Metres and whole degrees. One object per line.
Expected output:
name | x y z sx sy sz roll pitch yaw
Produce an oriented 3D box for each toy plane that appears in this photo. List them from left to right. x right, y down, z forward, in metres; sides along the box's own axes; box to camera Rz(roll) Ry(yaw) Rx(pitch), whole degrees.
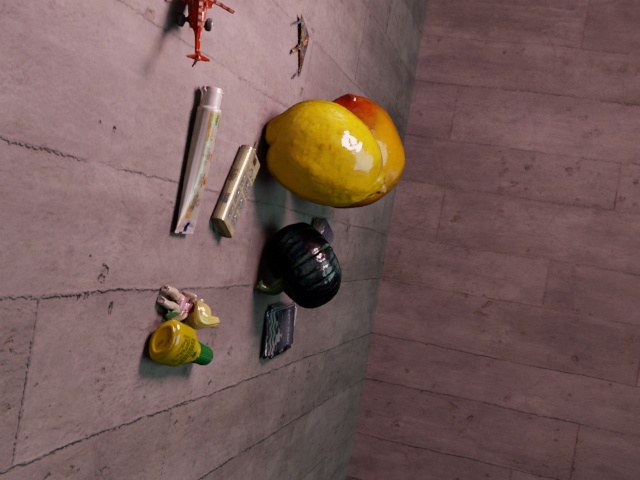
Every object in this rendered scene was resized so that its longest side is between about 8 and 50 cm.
toy plane | -0.223 -0.408 1.471 0.194 0.126 0.077 67 -27 18

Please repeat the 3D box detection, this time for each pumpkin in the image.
pumpkin | -0.071 0.088 2.175 0.248 0.248 0.248 10 90 -74

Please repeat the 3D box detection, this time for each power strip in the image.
power strip | -0.197 -0.133 1.877 0.092 0.034 0.268 72 31 -57

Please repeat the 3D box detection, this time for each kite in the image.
kite | -0.055 -0.549 2.173 0.160 0.010 0.183 -62 160 -56

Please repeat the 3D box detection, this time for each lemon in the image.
lemon | 0.014 -0.226 2.043 0.285 0.316 0.286 9 90 -73

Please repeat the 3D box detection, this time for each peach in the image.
peach | 0.103 -0.267 2.364 0.372 0.290 0.373 -36 150 -25

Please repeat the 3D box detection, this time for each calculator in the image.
calculator | -0.122 0.270 2.397 0.274 0.028 0.166 -1 97 -76

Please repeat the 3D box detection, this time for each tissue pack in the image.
tissue pack | 0.000 0.000 2.618 0.156 0.051 0.112 60 44 -66

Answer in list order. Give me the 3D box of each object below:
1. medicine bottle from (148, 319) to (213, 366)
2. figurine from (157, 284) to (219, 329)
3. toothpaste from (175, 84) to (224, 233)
medicine bottle | -0.295 0.236 1.699 0.095 0.064 0.260 -62 162 -9
figurine | -0.287 0.150 1.677 0.187 0.083 0.083 51 50 -57
toothpaste | -0.254 -0.167 1.637 0.056 0.058 0.314 18 -84 62
